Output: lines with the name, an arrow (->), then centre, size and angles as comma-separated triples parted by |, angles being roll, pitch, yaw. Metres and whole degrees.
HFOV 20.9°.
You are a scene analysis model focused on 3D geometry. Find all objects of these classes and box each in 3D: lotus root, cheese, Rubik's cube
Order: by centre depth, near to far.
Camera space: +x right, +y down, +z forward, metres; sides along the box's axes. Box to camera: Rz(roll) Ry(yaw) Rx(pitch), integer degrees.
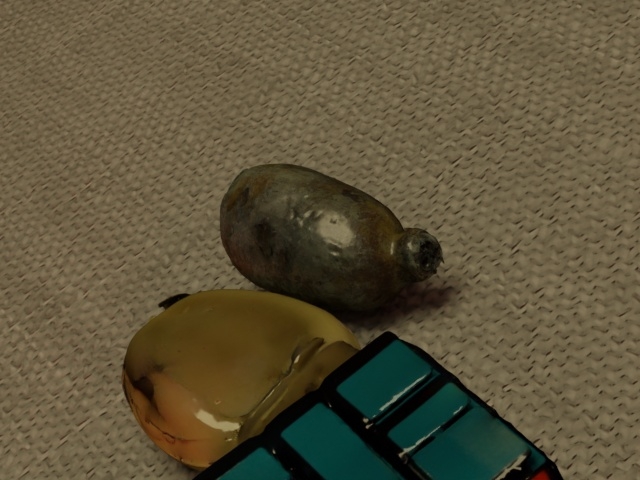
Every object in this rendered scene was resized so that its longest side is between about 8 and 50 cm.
Rubik's cube -> 0.084, 0.307, 1.668 | 0.283, 0.293, 0.288 | -34, 37, -12
cheese -> -0.124, 0.161, 2.141 | 0.316, 0.128, 0.259 | 20, 50, 40
lotus root -> -0.002, 0.001, 2.205 | 0.349, 0.175, 0.175 | 20, 57, 43
